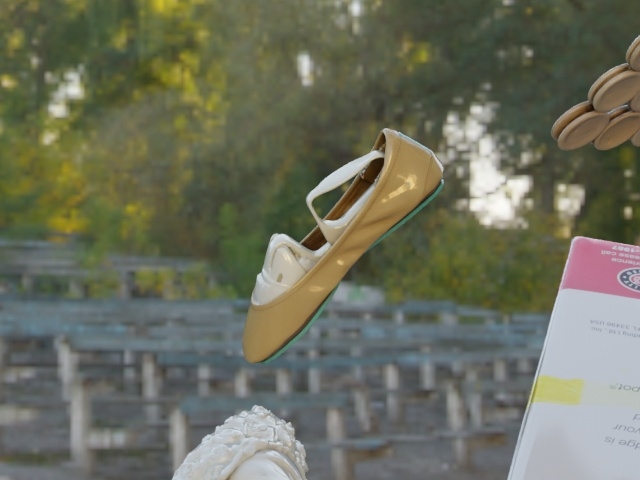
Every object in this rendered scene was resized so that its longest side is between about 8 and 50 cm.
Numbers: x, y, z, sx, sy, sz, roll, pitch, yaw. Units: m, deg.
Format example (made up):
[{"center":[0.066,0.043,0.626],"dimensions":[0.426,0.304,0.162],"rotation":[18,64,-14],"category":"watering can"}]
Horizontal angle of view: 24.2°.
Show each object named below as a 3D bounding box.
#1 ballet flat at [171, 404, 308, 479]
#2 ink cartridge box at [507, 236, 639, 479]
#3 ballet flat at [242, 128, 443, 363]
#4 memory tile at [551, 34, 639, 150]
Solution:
[{"center":[-0.082,0.269,1.222],"dimensions":[0.147,0.147,0.409],"rotation":[-2,25,28],"category":"ballet flat"},{"center":[0.280,0.179,1.068],"dimensions":[0.279,0.160,0.385],"rotation":[11,34,13],"category":"ink cartridge box"},{"center":[0.000,0.000,1.230],"dimensions":[0.073,0.232,0.080],"rotation":[41,6,-23],"category":"ballet flat"},{"center":[0.221,-0.098,0.945],"dimensions":[0.148,0.012,0.113],"rotation":[-6,-34,-40],"category":"memory tile"}]
